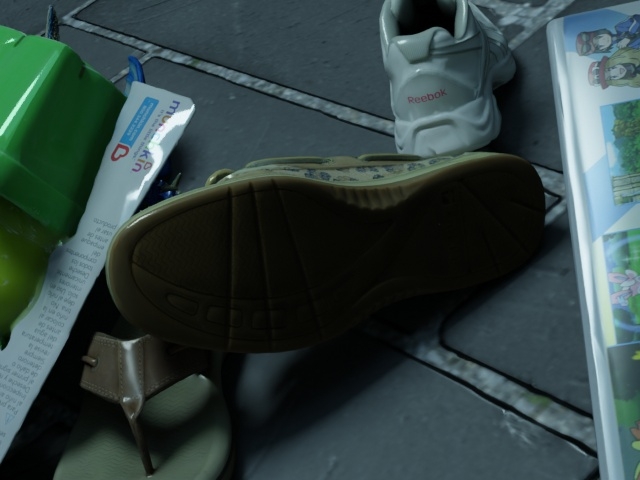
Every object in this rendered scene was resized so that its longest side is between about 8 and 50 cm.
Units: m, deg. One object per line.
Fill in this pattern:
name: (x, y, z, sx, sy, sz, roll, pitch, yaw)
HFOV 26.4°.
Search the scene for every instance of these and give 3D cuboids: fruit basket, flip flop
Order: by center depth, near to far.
flip flop: (-0.102, 0.072, 0.830, 0.112, 0.080, 0.277, -9, 37, 16)
fruit basket: (-0.271, 0.028, 0.897, 0.327, 0.165, 0.353, 18, 82, 34)

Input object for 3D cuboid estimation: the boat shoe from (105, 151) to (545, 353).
boat shoe: (0.000, 0.000, 0.829, 0.285, 0.105, 0.089, -8, 14, -27)

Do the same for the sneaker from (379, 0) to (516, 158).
sneaker: (0.088, -0.150, 0.985, 0.090, 0.115, 0.232, -12, 25, 10)

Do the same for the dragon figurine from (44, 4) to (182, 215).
dragon figurine: (-0.165, -0.086, 1.066, 0.144, 0.085, 0.289, -13, 40, 8)

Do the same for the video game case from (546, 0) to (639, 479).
video game case: (0.278, -0.006, 0.684, 0.299, 0.036, 0.329, -10, 58, 15)
